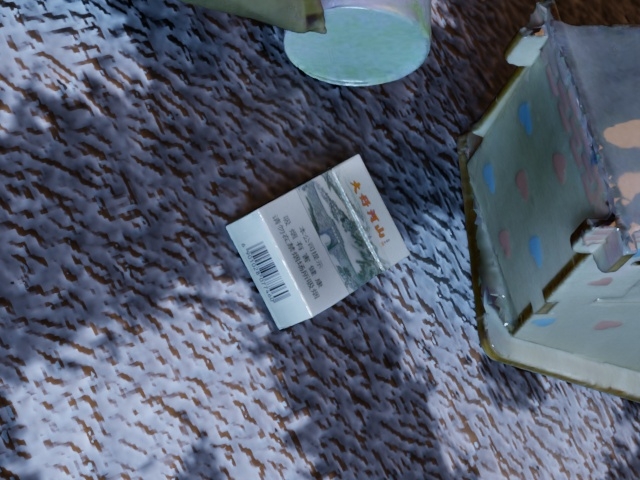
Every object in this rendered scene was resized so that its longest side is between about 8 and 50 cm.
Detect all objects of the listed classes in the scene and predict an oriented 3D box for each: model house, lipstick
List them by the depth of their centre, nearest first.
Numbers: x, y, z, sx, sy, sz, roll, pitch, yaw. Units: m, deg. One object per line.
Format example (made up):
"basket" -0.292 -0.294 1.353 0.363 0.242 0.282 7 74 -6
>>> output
"lipstick" 0.021 -0.220 0.974 0.076 0.076 0.304 26 53 -37
"model house" 0.225 -0.024 0.977 0.326 0.244 0.169 -1 65 -13

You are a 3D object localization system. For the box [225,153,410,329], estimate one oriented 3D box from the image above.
"box" 0.000 0.000 0.873 0.083 0.024 0.054 -31 93 -51

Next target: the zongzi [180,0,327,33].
"zongzi" -0.130 -0.123 0.710 0.317 0.154 0.289 52 48 -23
